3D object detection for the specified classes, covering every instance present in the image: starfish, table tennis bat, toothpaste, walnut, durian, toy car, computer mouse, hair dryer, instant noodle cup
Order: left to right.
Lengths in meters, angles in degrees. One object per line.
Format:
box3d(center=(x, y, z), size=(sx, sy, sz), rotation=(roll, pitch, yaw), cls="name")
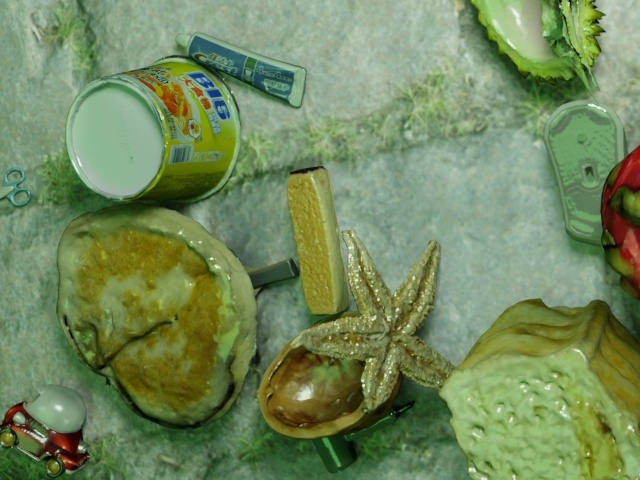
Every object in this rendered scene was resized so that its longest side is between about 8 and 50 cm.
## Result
box3d(center=(-0.392, 0.270, 1.696), size=(0.139, 0.112, 0.112), rotation=(33, 96, 7), cls="toy car")
box3d(center=(-0.223, -0.135, 1.504), size=(0.205, 0.153, 0.205), rotation=(6, 103, 25), cls="instant noodle cup")
box3d(center=(-0.125, 0.063, 1.565), size=(0.220, 0.019, 0.130), rotation=(-18, 91, 29), cls="table tennis bat")
box3d(center=(-0.106, -0.230, 1.494), size=(0.197, 0.035, 0.057), rotation=(25, 125, 19), cls="toothpaste")
box3d(center=(0.026, 0.182, 1.463), size=(0.211, 0.087, 0.167), rotation=(-20, 52, 31), cls="walnut")
box3d(center=(0.060, 0.242, 1.501), size=(0.150, 0.047, 0.071), rotation=(-28, 88, 17), cls="hair dryer")
box3d(center=(0.093, 0.094, 1.363), size=(0.048, 0.295, 0.231), rotation=(-17, 59, 53), cls="starfish")
box3d(center=(0.226, -0.328, 1.214), size=(0.158, 0.169, 0.351), rotation=(-4, 127, 4), cls="durian")
box3d(center=(0.310, -0.072, 1.304), size=(0.089, 0.056, 0.181), rotation=(-9, 102, 26), cls="computer mouse")

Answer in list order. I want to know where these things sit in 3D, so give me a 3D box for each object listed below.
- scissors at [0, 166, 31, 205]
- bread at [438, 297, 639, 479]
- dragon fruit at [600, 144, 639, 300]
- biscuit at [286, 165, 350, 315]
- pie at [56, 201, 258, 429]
box3d(center=(-0.483, -0.067, 1.721), size=(0.119, 0.014, 0.058), rotation=(-19, 90, 24), cls="scissors")
box3d(center=(0.259, 0.179, 1.266), size=(0.196, 0.252, 0.238), rotation=(-40, 78, 25), cls="bread")
box3d(center=(0.422, -0.024, 1.148), size=(0.303, 0.237, 0.231), rotation=(-24, 99, 53), cls="dragon fruit")
box3d(center=(0.000, 0.000, 1.471), size=(0.052, 0.056, 0.188), rotation=(-6, 95, 25), cls="biscuit")
box3d(center=(-0.229, 0.102, 1.576), size=(0.339, 0.077, 0.339), rotation=(10, 108, 31), cls="pie")
